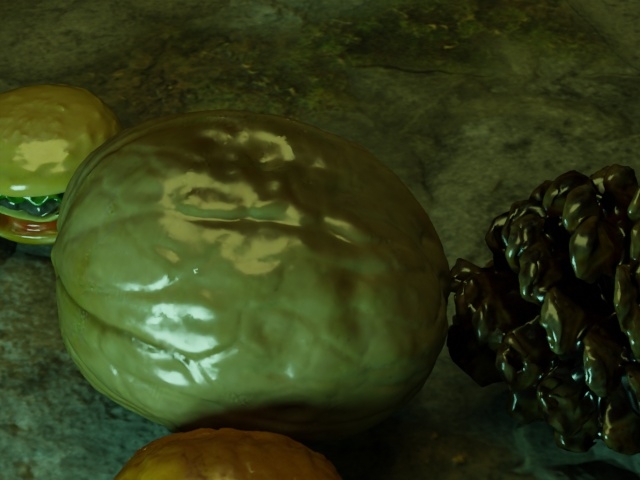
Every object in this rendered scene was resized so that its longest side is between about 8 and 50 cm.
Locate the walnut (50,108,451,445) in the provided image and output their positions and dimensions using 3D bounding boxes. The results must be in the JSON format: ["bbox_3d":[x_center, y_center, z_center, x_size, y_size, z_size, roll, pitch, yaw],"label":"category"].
[{"bbox_3d":[-0.052,0.031,1.523,0.313,0.252,0.277,7,-2,-11],"label":"walnut"}]

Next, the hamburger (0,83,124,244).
[{"bbox_3d":[-0.254,-0.071,1.787,0.162,0.115,0.162,0,40,0],"label":"hamburger"}]

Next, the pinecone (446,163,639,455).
[{"bbox_3d":[0.228,0.057,1.555,0.243,0.243,0.257,-23,5,-21],"label":"pinecone"}]

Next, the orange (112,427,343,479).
[{"bbox_3d":[-0.068,0.220,1.416,0.193,0.193,0.161,0,71,3],"label":"orange"}]
